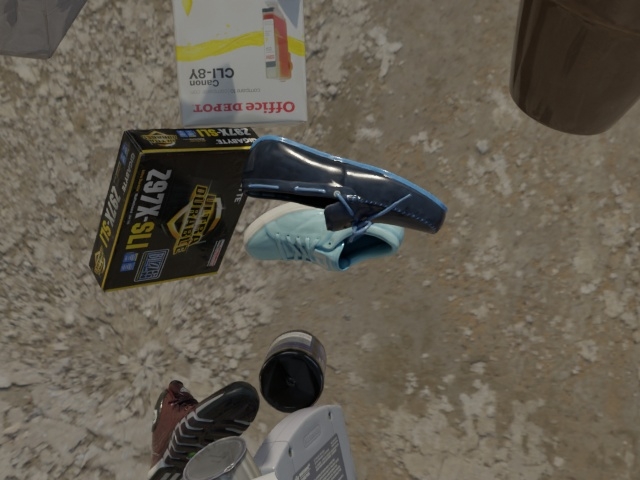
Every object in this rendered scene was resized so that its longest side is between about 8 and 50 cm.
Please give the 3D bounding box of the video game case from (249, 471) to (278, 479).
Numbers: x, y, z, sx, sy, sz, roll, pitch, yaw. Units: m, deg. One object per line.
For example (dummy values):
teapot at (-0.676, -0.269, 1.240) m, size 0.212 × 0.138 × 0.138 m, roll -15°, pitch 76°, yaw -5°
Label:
video game case at (-0.100, 0.267, 0.355) m, size 0.244 × 0.061 × 0.269 m, roll -16°, pitch 109°, yaw -9°

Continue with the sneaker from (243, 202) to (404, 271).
sneaker at (0.000, 0.000, 1.648) m, size 0.366 × 0.135 × 0.150 m, roll -13°, pitch 40°, yaw 16°

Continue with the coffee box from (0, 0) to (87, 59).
coffee box at (-0.394, -0.321, 0.767) m, size 0.297 × 0.168 × 0.119 m, roll 41°, pitch 106°, yaw 4°

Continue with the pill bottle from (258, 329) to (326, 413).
pill bottle at (-0.050, 0.245, 1.512) m, size 0.123 × 0.219 × 0.122 m, roll 0°, pitch 97°, yaw 2°

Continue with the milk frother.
milk frother at (-0.130, 0.332, 0.927) m, size 0.143 × 0.129 × 0.134 m, roll -41°, pitch 111°, yaw -43°

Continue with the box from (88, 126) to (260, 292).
box at (-0.266, -0.058, 1.430) m, size 0.257 × 0.322 × 0.079 m, roll -6°, pitch 45°, yaw -39°

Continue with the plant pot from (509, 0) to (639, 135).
plant pot at (0.343, -0.266, 0.974) m, size 0.263 × 0.229 × 0.263 m, roll 8°, pitch 43°, yaw -8°

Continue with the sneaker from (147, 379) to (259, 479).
sneaker at (-0.215, 0.281, 1.303) m, size 0.106 × 0.281 × 0.162 m, roll 23°, pitch 33°, yaw -36°

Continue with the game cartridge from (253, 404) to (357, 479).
game cartridge at (-0.020, 0.383, 1.261) m, size 0.062 × 0.297 × 0.198 m, roll -16°, pitch 90°, yaw 22°

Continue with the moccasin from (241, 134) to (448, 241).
moccasin at (0.033, -0.062, 1.276) m, size 0.342 × 0.138 × 0.117 m, roll 18°, pitch 74°, yaw 15°

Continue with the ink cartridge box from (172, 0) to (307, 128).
ink cartridge box at (-0.175, -0.437, 1.684) m, size 0.279 × 0.160 × 0.384 m, roll -3°, pitch 98°, yaw -8°
